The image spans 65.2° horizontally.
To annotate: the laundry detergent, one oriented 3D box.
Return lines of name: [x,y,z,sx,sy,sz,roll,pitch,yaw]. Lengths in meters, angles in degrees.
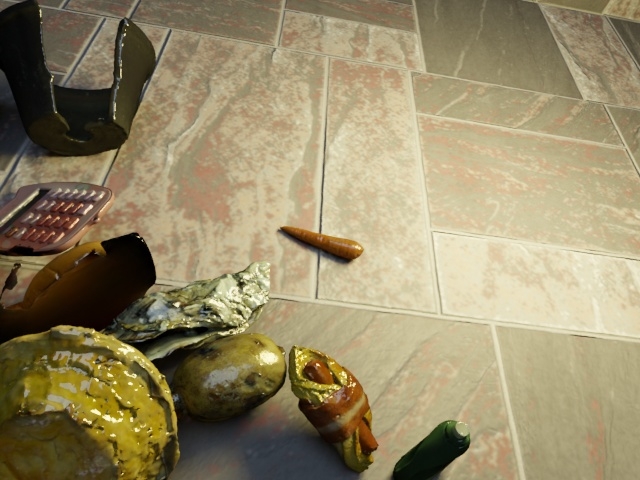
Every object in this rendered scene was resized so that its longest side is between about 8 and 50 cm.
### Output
laundry detergent: [0.199,0.366,0.865,0.137,0.210,0.063,-20,60,-24]

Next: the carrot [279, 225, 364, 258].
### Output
carrot: [0.000,0.000,1.224,0.217,0.048,0.048,17,51,8]

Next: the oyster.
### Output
oyster: [-0.241,0.137,0.980,0.351,0.158,0.162,-25,43,-27]

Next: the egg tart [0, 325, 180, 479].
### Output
egg tart: [-0.375,0.297,0.739,0.342,0.340,0.132,3,13,-10]

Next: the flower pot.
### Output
flower pot: [-0.599,-0.360,1.235,0.380,0.379,0.250,-6,75,-17]

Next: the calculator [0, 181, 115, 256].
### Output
calculator: [-0.580,-0.046,1.058,0.330,0.048,0.220,5,45,28]

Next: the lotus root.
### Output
lotus root: [-0.189,0.258,0.908,0.278,0.154,0.154,-20,59,-24]

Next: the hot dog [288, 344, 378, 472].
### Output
hot dog: [0.033,0.295,0.910,0.261,0.093,0.123,52,43,-4]

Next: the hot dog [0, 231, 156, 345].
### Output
hot dog: [-0.484,0.091,0.967,0.326,0.193,0.107,-21,26,-16]
